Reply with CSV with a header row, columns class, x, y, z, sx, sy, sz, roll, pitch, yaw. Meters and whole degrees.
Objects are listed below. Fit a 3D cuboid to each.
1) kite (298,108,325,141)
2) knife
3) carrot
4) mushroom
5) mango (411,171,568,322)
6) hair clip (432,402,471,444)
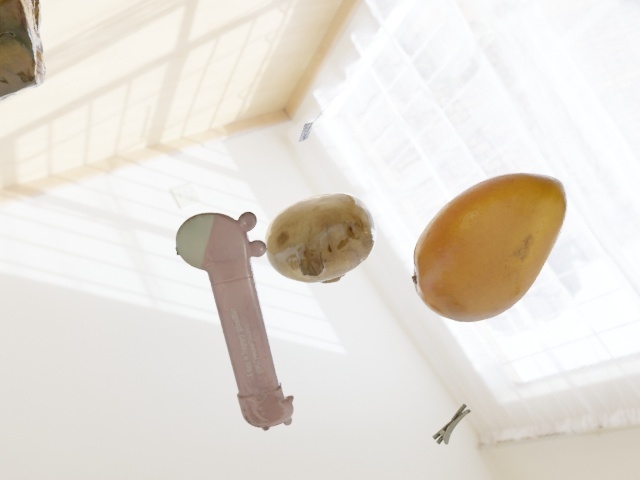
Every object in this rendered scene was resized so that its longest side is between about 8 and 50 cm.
class,x,y,z,sx,sy,sz,roll,pitch,yaw
kite,-0.015,-0.196,0.955,0.078,0.002,0.044,-46,160,-39
knife,-0.123,0.139,0.876,0.132,0.399,0.038,-12,-161,-2
carrot,-0.256,-0.110,0.355,0.173,0.082,0.082,-17,170,0
mushroom,0.000,0.000,1.153,0.255,0.255,0.184,-27,128,-24
mango,0.206,0.003,0.669,0.219,0.145,0.112,-46,-176,4
hair clip,0.321,0.443,1.316,0.115,0.030,0.039,-45,-157,-16
